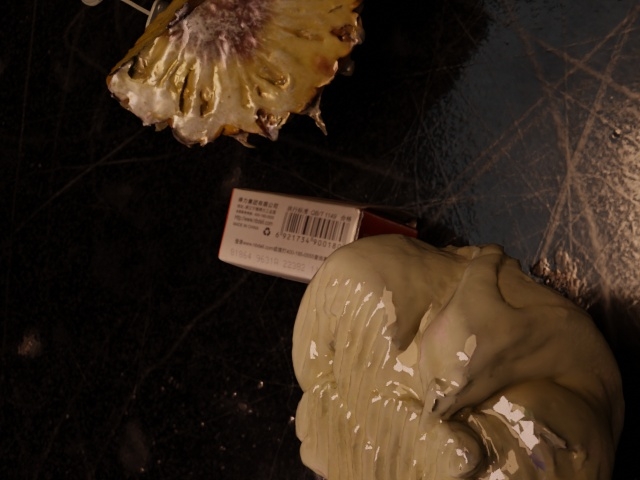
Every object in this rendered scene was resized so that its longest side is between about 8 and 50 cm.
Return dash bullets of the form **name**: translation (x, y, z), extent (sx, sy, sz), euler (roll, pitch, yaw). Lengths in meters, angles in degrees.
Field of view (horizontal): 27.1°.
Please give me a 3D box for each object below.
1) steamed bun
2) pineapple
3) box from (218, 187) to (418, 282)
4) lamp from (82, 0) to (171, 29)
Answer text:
- **steamed bun**: translation (0.143, 0.155, 1.268), extent (0.352, 0.247, 0.339), euler (20, 118, 54)
- **pineapple**: translation (-0.054, -0.246, 1.550), extent (0.344, 0.286, 0.209), euler (-35, 109, 16)
- **box**: translation (0.000, 0.000, 1.460), extent (0.182, 0.133, 0.099), euler (10, 87, 36)
- **lamp**: translation (-0.263, -0.316, 1.741), extent (0.198, 0.056, 0.050), euler (28, 100, 37)
